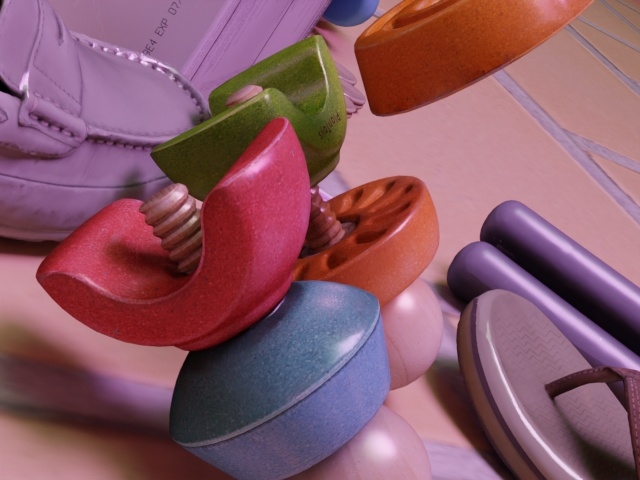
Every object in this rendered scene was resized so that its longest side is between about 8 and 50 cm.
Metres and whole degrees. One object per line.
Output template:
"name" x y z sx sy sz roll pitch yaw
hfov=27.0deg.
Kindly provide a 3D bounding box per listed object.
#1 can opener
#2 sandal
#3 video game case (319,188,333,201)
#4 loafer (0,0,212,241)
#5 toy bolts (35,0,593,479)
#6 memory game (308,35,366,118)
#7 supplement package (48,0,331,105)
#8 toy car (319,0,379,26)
"can opener" 0.204 0.072 0.769 0.280 0.093 0.074 36 63 13
"sandal" 0.184 0.125 0.633 0.303 0.086 0.120 47 23 29
"video game case" 0.000 0.000 0.737 0.087 0.011 0.122 34 21 -2
"loafer" -0.142 -0.067 0.524 0.112 0.111 0.319 43 22 22
"toy bolts" 0.028 0.009 0.522 0.158 0.218 0.228 58 32 -15
"memory game" -0.046 -0.149 0.999 0.186 0.012 0.186 29 21 -12
"supplement package" -0.083 -0.158 0.781 0.134 0.139 0.244 37 19 4
"toy car" -0.012 -0.245 1.102 0.182 0.159 0.136 29 51 -15
